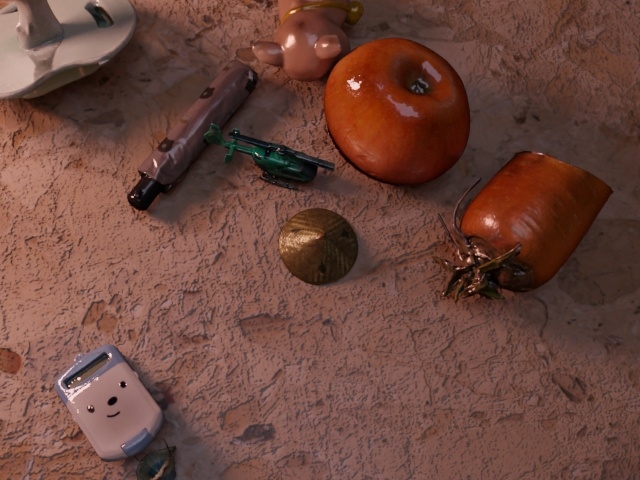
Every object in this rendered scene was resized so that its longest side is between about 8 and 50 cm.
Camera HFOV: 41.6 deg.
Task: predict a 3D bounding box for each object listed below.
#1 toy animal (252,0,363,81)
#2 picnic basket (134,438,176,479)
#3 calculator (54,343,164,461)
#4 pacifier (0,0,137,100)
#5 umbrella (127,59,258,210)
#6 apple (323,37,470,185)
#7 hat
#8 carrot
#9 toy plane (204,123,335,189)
[{"bbox_3d":[-0.013,-0.407,1.580,0.165,0.149,0.248,-11,53,25],"label":"toy animal"},{"bbox_3d":[-0.257,0.348,1.334,0.065,0.083,0.083,-17,111,21],"label":"picnic basket"},{"bbox_3d":[-0.339,0.256,1.349,0.121,0.039,0.210,-34,60,-16],"label":"calculator"},{"bbox_3d":[-0.501,-0.396,1.456,0.343,0.269,0.288,-27,53,-18],"label":"pacifier"},{"bbox_3d":[-0.231,-0.190,1.520,0.073,0.067,0.337,32,72,15],"label":"umbrella"},{"bbox_3d":[0.142,-0.235,1.511,0.252,0.206,0.272,-25,76,-18],"label":"apple"},{"bbox_3d":[0.000,0.000,1.486,0.146,0.067,0.146,2,72,-7],"label":"hat"},{"bbox_3d":[0.346,-0.024,1.468,0.331,0.193,0.214,-51,121,-15],"label":"carrot"},{"bbox_3d":[-0.094,-0.149,1.506,0.235,0.096,0.060,16,71,-6],"label":"toy plane"}]
